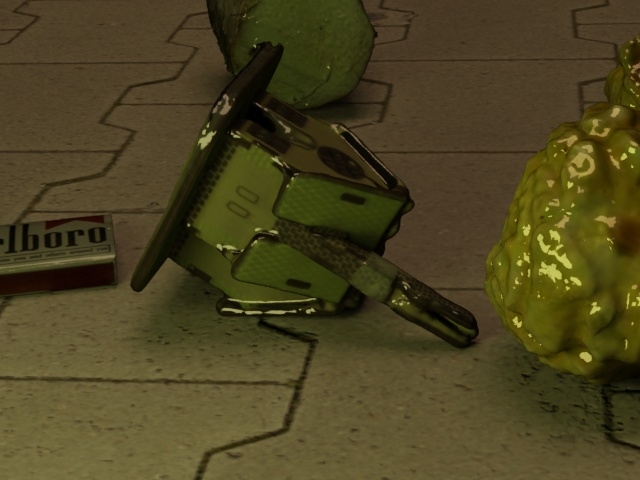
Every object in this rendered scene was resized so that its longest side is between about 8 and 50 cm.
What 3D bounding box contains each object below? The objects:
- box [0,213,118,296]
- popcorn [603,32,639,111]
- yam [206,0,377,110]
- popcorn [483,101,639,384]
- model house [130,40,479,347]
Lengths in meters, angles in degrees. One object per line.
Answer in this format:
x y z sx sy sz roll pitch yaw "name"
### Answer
-0.278 0.015 1.415 0.177 0.036 0.115 -7 22 -8 "box"
0.365 -0.137 1.514 0.198 0.197 0.156 16 9 37 "popcorn"
-0.037 -0.273 1.876 0.202 0.201 0.271 13 14 -16 "yam"
0.257 0.016 1.150 0.252 0.205 0.237 20 10 9 "popcorn"
0.012 -0.005 1.309 0.279 0.205 0.218 29 27 -2 "model house"
